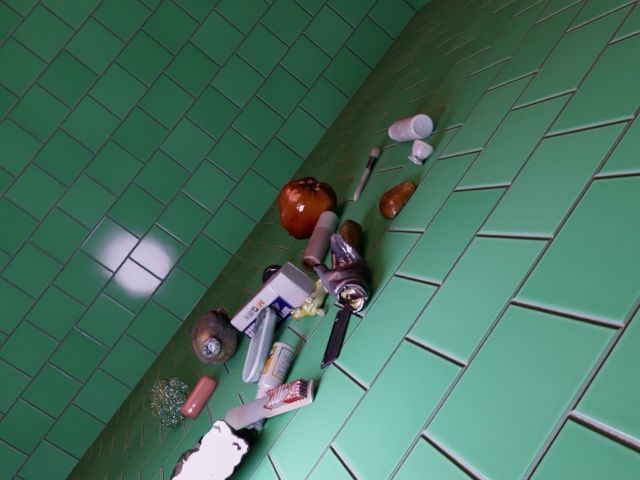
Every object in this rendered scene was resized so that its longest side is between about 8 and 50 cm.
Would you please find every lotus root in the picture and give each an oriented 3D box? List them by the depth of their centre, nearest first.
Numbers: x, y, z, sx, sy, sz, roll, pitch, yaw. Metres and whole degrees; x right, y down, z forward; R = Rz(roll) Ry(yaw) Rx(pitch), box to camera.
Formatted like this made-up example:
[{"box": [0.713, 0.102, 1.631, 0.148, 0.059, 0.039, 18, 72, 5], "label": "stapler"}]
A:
[{"box": [-0.379, 0.358, 2.265, 0.175, 0.175, 0.349, -51, 13, 6], "label": "lotus root"}]

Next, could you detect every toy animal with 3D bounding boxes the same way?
[{"box": [-0.006, 0.144, 1.785, 0.181, 0.073, 0.136, -61, 8, -22], "label": "toy animal"}]

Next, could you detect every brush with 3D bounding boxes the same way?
[{"box": [-0.136, 0.391, 1.496, 0.321, 0.050, 0.060, -31, 42, 38], "label": "brush"}, {"box": [0.171, -0.246, 2.307, 0.042, 0.039, 0.299, -42, 19, 51], "label": "brush"}]

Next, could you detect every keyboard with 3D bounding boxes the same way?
[{"box": [0.041, 0.227, 1.527, 0.064, 0.010, 0.198, -41, 17, 36], "label": "keyboard"}]

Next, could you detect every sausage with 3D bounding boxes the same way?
[{"box": [-0.414, 0.534, 2.152, 0.154, 0.062, 0.062, -58, 14, -24], "label": "sausage"}]

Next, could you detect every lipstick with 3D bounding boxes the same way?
[{"box": [0.000, 0.000, 2.137, 0.070, 0.070, 0.254, -42, 17, 38], "label": "lipstick"}]

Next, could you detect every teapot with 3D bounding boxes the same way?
[{"box": [0.295, -0.257, 1.858, 0.064, 0.064, 0.083, -59, -19, 0], "label": "teapot"}]

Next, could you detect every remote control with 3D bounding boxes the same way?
[{"box": [-0.181, 0.311, 1.880, 0.104, 0.052, 0.247, -47, 25, 48], "label": "remote control"}]

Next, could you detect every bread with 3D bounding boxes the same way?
[{"box": [0.212, -0.122, 1.801, 0.126, 0.044, 0.129, -52, 10, -5], "label": "bread"}]

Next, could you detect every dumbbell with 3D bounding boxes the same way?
[{"box": [-0.168, 0.169, 2.202, 0.100, 0.100, 0.191, -46, 15, 24], "label": "dumbbell"}]

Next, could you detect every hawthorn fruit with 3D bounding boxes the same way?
[{"box": [-0.057, -0.108, 2.357, 0.224, 0.224, 0.260, -73, 4, -58], "label": "hawthorn fruit"}]

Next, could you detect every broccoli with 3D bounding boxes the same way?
[{"box": [-0.540, 0.582, 2.276, 0.195, 0.195, 0.156, -54, -21, -9], "label": "broccoli"}]

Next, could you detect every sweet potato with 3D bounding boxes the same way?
[{"box": [0.088, 0.016, 1.807, 0.075, 0.075, 0.273, -46, 18, 24], "label": "sweet potato"}]

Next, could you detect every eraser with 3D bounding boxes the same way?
[{"box": [-0.151, 0.201, 1.998, 0.287, 0.130, 0.086, -46, 11, 31], "label": "eraser"}]

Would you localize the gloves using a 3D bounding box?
[{"box": [0.055, 0.086, 1.601, 0.142, 0.119, 0.285, -18, 35, 4], "label": "gloves"}]

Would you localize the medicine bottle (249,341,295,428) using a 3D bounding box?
[{"box": [-0.133, 0.375, 1.623, 0.092, 0.061, 0.220, -53, 13, 56], "label": "medicine bottle"}]

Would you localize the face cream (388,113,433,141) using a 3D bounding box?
[{"box": [0.293, -0.373, 2.105, 0.082, 0.082, 0.269, -53, 13, -2], "label": "face cream"}]

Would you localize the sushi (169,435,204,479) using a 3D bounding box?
[{"box": [-0.415, 0.684, 1.716, 0.359, 0.064, 0.343, -57, 11, -22], "label": "sushi"}]

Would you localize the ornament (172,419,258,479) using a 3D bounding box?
[{"box": [-0.236, 0.533, 1.483, 0.251, 0.106, 0.260, -51, -15, -5], "label": "ornament"}]
